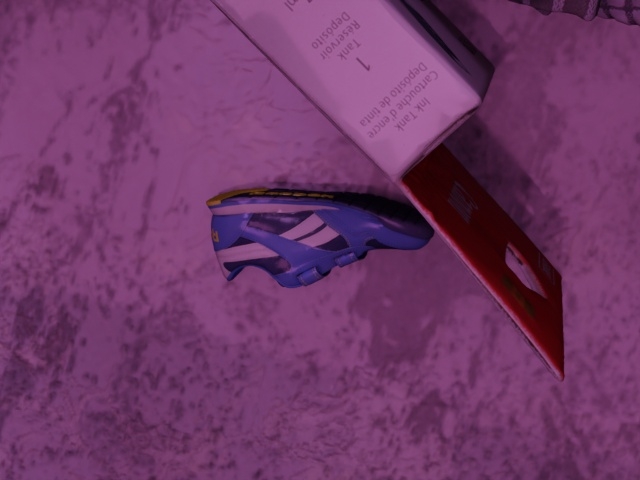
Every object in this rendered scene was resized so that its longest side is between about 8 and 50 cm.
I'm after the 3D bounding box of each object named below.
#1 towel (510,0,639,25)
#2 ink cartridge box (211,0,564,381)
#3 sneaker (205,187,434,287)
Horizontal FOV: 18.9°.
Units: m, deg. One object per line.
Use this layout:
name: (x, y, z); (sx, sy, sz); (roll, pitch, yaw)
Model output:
towel: (0.117, -0.267, 1.017); (0.121, 0.235, 0.283); (2, 109, -36)
ink cartridge box: (0.066, -0.068, 1.048); (0.066, 0.296, 0.261); (-43, 92, 11)
sneaker: (0.000, 0.000, 1.191); (0.144, 0.053, 0.059); (3, 98, 15)
